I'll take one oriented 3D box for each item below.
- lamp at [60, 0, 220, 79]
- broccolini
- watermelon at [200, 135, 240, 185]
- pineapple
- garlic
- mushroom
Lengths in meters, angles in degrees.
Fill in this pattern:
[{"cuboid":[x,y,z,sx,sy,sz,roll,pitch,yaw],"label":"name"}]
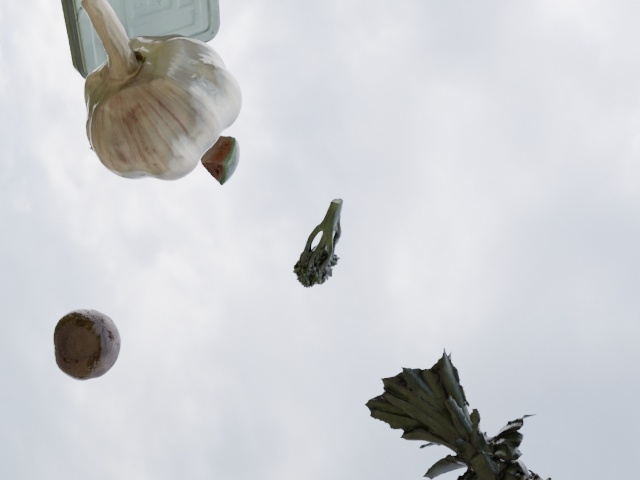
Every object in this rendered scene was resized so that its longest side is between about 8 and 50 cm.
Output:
[{"cuboid":[-0.276,-0.403,1.306,0.047,0.269,0.266,39,-37,33],"label":"lamp"},{"cuboid":[0.005,0.013,1.505,0.203,0.091,0.068,110,-29,-50],"label":"broccolini"},{"cuboid":[-0.185,-0.151,1.572,0.072,0.084,0.092,35,-29,7],"label":"watermelon"},{"cuboid":[0.175,0.242,0.884,0.277,0.119,0.130,50,-35,23],"label":"pineapple"},{"cuboid":[-0.207,-0.191,0.967,0.199,0.199,0.226,33,-19,38],"label":"garlic"},{"cuboid":[-0.410,0.181,1.477,0.087,0.127,0.127,163,-84,-75],"label":"mushroom"}]
